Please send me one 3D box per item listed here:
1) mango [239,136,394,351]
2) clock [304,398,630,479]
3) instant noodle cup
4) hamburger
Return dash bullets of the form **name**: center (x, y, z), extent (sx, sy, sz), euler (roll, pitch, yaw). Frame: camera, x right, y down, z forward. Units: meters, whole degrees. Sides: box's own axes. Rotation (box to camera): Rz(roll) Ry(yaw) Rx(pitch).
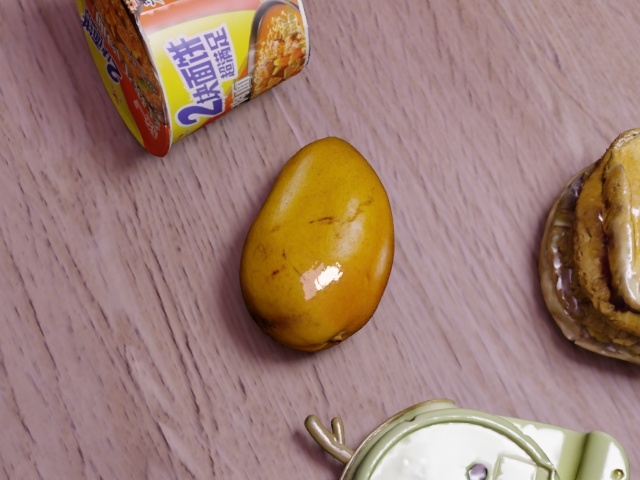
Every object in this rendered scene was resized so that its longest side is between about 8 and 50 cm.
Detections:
- **mango**: center (0.000, 0.000, 1.522), extent (0.144, 0.112, 0.219), euler (9, 70, 5)
- **clock**: center (0.117, 0.259, 1.458), extent (0.308, 0.096, 0.235), euler (15, 74, 3)
- **instant noodle cup**: center (-0.120, -0.209, 1.542), extent (0.174, 0.213, 0.213), euler (-24, 76, -18)
- **hamburger**: center (0.338, 0.010, 1.514), extent (0.244, 0.163, 0.244), euler (3, 67, -8)
